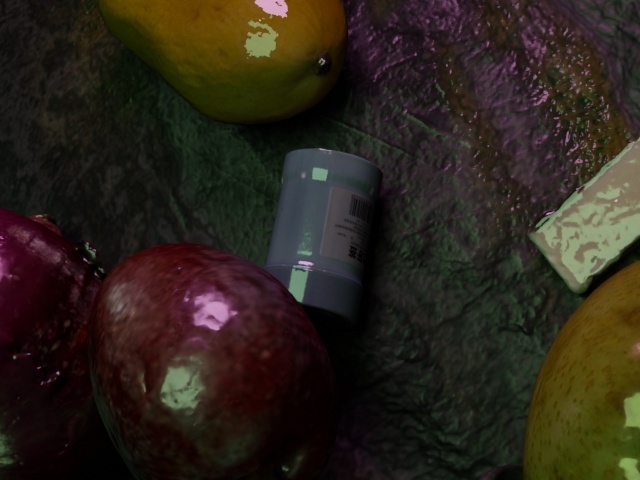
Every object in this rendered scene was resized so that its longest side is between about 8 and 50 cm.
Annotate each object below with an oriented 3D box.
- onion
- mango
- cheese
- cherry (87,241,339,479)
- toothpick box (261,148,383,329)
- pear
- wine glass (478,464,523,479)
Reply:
[{"bbox_3d":[-0.340,0.090,1.321,0.347,0.348,0.385,-21,28,21],"label":"onion"},{"bbox_3d":[-0.099,-0.239,1.379,0.195,0.142,0.331,-48,54,0],"label":"mango"},{"bbox_3d":[0.354,-0.107,1.143,0.400,0.034,0.085,-43,62,10],"label":"cheese"},{"bbox_3d":[-0.099,0.117,1.136,0.203,0.230,0.300,-39,57,-5],"label":"cherry"},{"bbox_3d":[0.000,0.000,1.259,0.101,0.101,0.153,3,73,30],"label":"toothpick box"},{"bbox_3d":[0.280,0.151,0.938,0.303,0.304,0.304,-10,68,26],"label":"pear"},{"bbox_3d":[0.004,0.343,1.056,0.406,0.267,0.267,-16,65,29],"label":"wine glass"}]
